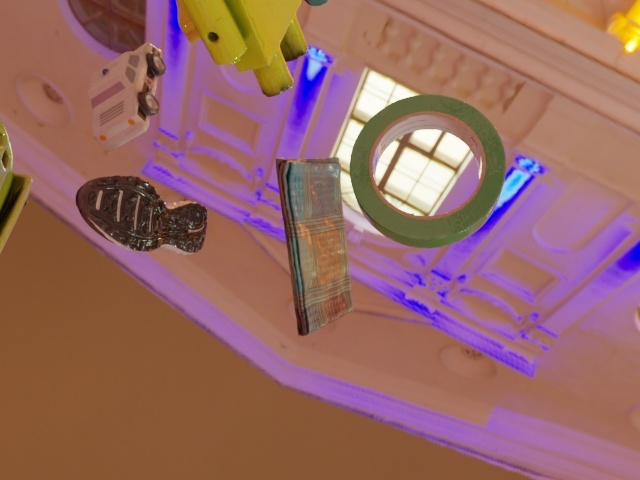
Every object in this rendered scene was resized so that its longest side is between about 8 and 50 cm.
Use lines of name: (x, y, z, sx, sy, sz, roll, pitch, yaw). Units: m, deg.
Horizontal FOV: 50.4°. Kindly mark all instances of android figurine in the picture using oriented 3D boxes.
android figurine: (-0.091, -0.312, 0.785, 0.056, 0.273, 0.248, -7, -137, 23)

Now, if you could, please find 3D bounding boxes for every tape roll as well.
tape roll: (0.223, -0.147, 1.428, 0.321, 0.077, 0.321, -2, -105, 9)

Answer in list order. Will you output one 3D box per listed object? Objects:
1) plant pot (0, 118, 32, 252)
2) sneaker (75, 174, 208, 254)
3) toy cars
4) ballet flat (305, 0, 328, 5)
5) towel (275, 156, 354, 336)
plant pot: (-0.569, -0.066, 0.979, 0.228, 0.207, 0.227, 4, -122, 11)
sneaker: (-0.272, -0.030, 1.001, 0.108, 0.271, 0.100, 4, -98, 19)
toy cars: (-0.239, -0.312, 1.013, 0.176, 0.087, 0.394, 18, -110, 45)
ballet flat: (-0.019, -0.455, 1.015, 0.074, 0.203, 0.074, -6, -137, 5)
towel: (0.000, 0.000, 1.492, 0.271, 0.040, 0.370, -16, -80, -63)
